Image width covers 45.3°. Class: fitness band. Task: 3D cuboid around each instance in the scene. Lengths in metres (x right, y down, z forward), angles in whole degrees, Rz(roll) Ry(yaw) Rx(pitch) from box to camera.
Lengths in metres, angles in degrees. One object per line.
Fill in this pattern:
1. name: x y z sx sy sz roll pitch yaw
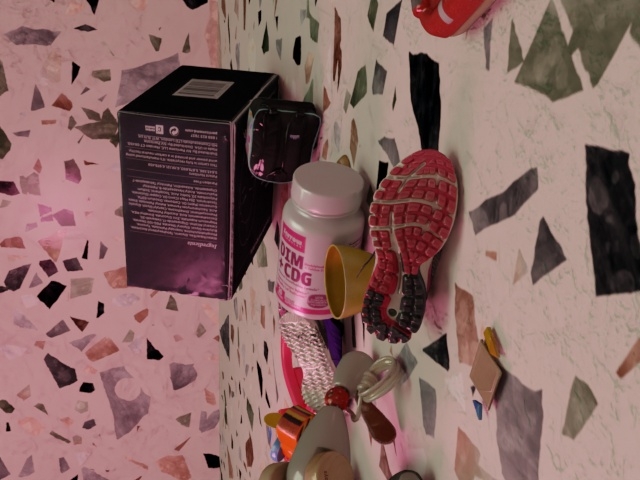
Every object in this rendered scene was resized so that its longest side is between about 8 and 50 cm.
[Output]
1. fitness band: -0.044 0.307 1.938 0.291 0.054 0.209 -120 33 -56

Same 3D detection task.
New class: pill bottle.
1. pill bottle: 0.000 0.000 1.498 0.160 0.160 0.283 -114 26 -52

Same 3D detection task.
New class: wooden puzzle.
1. wooden puzzle: 0.221 0.177 1.019 0.078 0.014 0.116 -104 18 -47

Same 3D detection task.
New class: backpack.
1. backpack: -0.095 -0.234 1.784 0.144 0.165 0.188 -118 33 -60

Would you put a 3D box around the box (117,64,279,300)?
1. box: -0.305 -0.172 2.033 0.480 0.297 0.472 -69 -16 -63

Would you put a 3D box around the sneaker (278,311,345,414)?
1. sneaker: 0.012 0.239 1.643 0.146 0.102 0.293 -55 -45 -52

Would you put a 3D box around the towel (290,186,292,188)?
1. towel: -0.026 0.021 1.835 0.237 0.037 0.329 173 93 -75

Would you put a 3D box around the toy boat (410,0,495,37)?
1. toy boat: 0.141 -0.351 0.937 0.231 0.151 0.151 140 125 -71

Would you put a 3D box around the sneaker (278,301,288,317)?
1. sneaker: -0.063 0.100 1.838 0.077 0.072 0.178 -96 13 -73

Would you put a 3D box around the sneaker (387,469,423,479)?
1. sneaker: 0.111 0.453 1.312 0.267 0.101 0.106 105 161 -44

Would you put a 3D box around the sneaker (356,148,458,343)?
1. sneaker: 0.127 0.002 1.149 0.112 0.120 0.299 -56 -19 -63

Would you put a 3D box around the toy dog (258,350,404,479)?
1. toy dog: 0.044 0.366 1.366 0.161 0.334 0.220 50 156 -19

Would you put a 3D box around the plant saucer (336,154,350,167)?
1. plant saucer: 0.044 -0.135 1.585 0.083 0.015 0.083 176 90 -74

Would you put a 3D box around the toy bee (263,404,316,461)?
1. toy bee: -0.044 0.452 1.744 0.162 0.195 0.298 -49 -7 -40

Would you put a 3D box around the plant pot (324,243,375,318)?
1. plant pot: 0.070 0.071 1.383 0.134 0.095 0.134 177 90 -75

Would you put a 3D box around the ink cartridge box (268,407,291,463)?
1. ink cartridge box: -0.077 0.521 2.040 0.231 0.078 0.134 122 142 -63
